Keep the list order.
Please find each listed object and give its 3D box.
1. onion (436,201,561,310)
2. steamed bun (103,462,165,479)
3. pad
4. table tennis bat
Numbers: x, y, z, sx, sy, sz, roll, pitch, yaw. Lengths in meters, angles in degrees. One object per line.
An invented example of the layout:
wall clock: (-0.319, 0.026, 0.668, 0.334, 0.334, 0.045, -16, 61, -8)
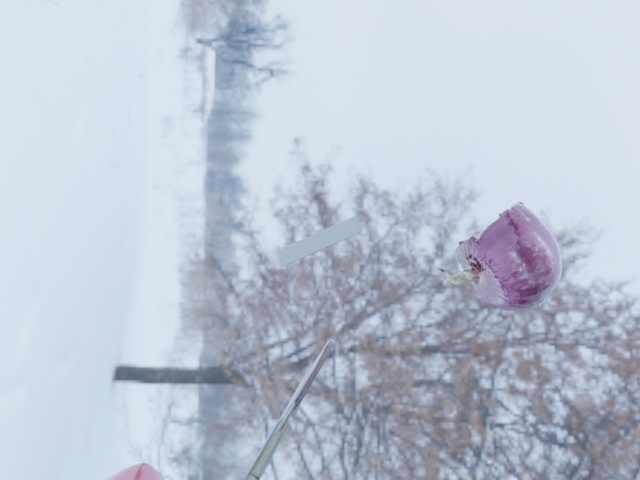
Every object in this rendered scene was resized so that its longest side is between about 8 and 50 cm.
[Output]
onion: (0.347, 0.039, 1.687, 0.207, 0.200, 0.201, 129, -35, -47)
steamed bun: (-0.383, 0.602, 1.918, 0.309, 0.309, 0.309, -179, -90, -83)
pad: (0.000, 0.000, 1.690, 0.112, 0.157, 0.003, -97, 163, -73)
table tennis bat: (-0.050, 0.284, 1.557, 0.301, 0.022, 0.173, -56, 178, -43)
